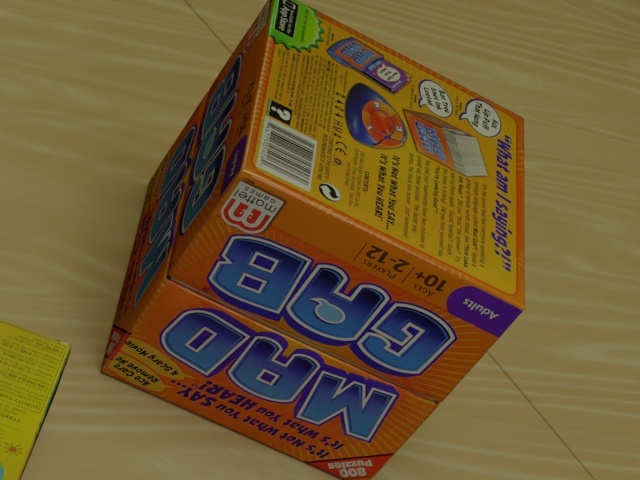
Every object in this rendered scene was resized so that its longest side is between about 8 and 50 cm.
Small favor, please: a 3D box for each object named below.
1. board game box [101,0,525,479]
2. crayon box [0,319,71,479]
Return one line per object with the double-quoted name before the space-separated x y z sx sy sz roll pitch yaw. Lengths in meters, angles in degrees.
"board game box" 0.000 0.000 2.143 0.356 0.356 0.356 26 38 -15
"crayon box" -0.394 0.199 1.816 0.202 0.081 0.318 21 38 -4
